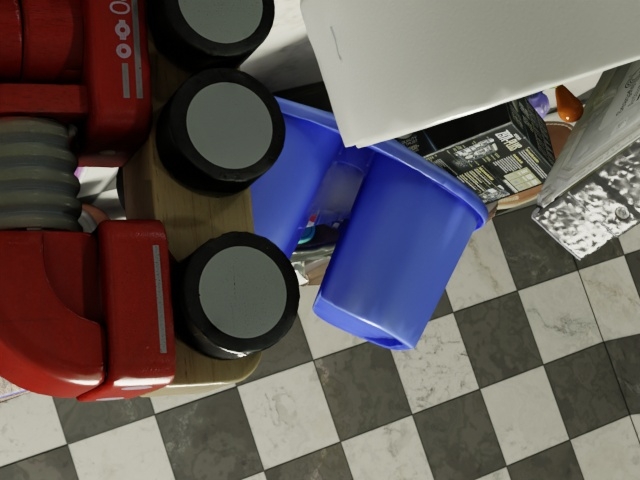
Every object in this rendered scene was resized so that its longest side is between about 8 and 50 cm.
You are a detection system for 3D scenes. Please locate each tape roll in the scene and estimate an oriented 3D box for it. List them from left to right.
[{"bbox_3d":[0.137,-0.143,0.680,0.286,0.100,0.286,-18,-175,2],"label":"tape roll"}]

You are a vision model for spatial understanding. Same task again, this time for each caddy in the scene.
[{"bbox_3d":[0.011,-0.028,1.006,0.241,0.179,0.341,23,174,0],"label":"caddy"}]

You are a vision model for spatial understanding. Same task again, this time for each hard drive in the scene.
[{"bbox_3d":[0.310,-0.146,0.834,0.339,0.064,0.237,-43,-171,49],"label":"hard drive"}]

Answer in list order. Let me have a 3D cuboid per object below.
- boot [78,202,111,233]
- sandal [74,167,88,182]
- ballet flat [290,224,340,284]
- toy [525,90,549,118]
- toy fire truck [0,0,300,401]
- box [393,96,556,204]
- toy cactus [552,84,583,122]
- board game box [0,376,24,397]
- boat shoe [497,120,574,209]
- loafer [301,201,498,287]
[{"bbox_3d":[-0.181,-0.010,1.264,0.280,0.096,0.264,-23,165,-30],"label":"boot"},{"bbox_3d":[-0.241,-0.026,0.776,0.169,0.102,0.416,-18,175,-6],"label":"sandal"},{"bbox_3d":[0.000,0.000,1.220,0.281,0.096,0.095,-1,-143,-1],"label":"ballet flat"},{"bbox_3d":[0.206,-0.147,1.371,0.237,0.056,0.137,-18,176,-2],"label":"toy"},{"bbox_3d":[-0.142,-0.036,0.526,0.246,0.217,0.158,0,169,-23],"label":"toy fire truck"},{"bbox_3d":[0.162,-0.105,1.261,0.147,0.077,0.180,-21,156,22],"label":"box"},{"bbox_3d":[0.127,-0.149,0.910,0.219,0.112,0.180,-12,168,24],"label":"toy cactus"},{"bbox_3d":[-0.573,0.201,1.802,0.291,0.141,0.232,-21,174,31],"label":"board game box"},{"bbox_3d":[0.238,-0.104,1.608,0.324,0.123,0.116,-18,173,-22],"label":"boat shoe"},{"bbox_3d":[0.080,-0.029,1.514,0.366,0.133,0.130,-16,157,30],"label":"loafer"}]
